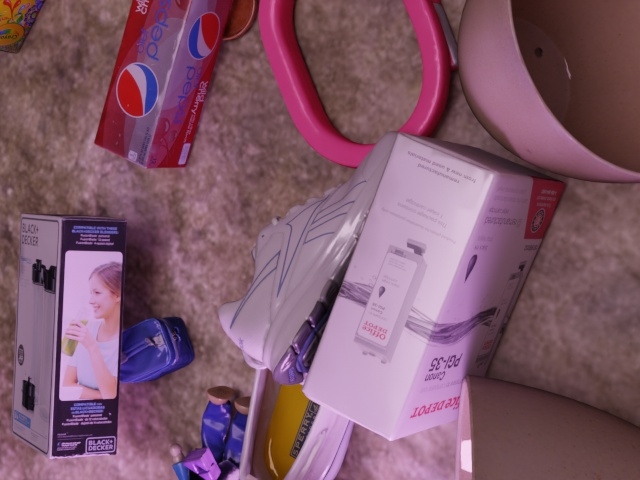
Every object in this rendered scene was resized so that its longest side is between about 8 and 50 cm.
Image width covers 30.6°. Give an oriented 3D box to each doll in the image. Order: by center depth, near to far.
[{"bbox_3d":[-0.128,0.272,1.419,0.129,0.046,0.189,18,105,17],"label":"doll"}]

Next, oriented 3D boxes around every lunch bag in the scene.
[{"bbox_3d":[-0.209,0.135,1.451,0.098,0.065,0.067,-28,78,26],"label":"lunch bag"}]

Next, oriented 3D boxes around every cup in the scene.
[{"bbox_3d":[0.249,0.295,1.101,0.237,0.331,0.331,1,90,4],"label":"cup"}]

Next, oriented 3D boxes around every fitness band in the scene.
[{"bbox_3d":[0.040,-0.222,1.328,0.209,0.054,0.291,-26,77,25],"label":"fitness band"}]

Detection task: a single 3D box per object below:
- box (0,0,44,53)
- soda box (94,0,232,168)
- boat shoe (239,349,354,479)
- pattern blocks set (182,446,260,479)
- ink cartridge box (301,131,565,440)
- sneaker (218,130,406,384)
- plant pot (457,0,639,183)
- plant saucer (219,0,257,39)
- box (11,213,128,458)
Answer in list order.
[{"bbox_3d":[-0.487,-0.446,1.535,0.290,0.177,0.279,39,107,22],"label":"box"},{"bbox_3d":[-0.185,-0.224,1.417,0.092,0.083,0.263,26,106,27],"label":"soda box"},{"bbox_3d":[-0.020,0.122,1.300,0.136,0.156,0.367,23,101,26],"label":"boat shoe"},{"bbox_3d":[-0.020,0.336,1.284,0.325,0.026,0.285,38,144,0],"label":"pattern blocks set"},{"bbox_3d":[0.119,0.046,1.199,0.117,0.207,0.283,26,102,27],"label":"ink cartridge box"},{"bbox_3d":[0.000,0.000,1.225,0.129,0.111,0.297,27,74,28],"label":"sneaker"},{"bbox_3d":[0.243,-0.179,1.128,0.191,0.284,0.284,-20,79,62],"label":"plant pot"},{"bbox_3d":[-0.113,-0.286,1.430,0.083,0.013,0.083,0,90,29],"label":"plant saucer"},{"bbox_3d":[-0.315,0.111,1.456,0.169,0.087,0.290,7,94,59],"label":"box"}]
